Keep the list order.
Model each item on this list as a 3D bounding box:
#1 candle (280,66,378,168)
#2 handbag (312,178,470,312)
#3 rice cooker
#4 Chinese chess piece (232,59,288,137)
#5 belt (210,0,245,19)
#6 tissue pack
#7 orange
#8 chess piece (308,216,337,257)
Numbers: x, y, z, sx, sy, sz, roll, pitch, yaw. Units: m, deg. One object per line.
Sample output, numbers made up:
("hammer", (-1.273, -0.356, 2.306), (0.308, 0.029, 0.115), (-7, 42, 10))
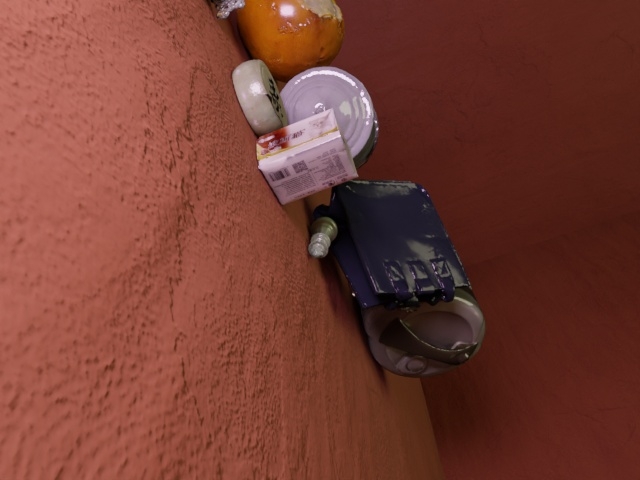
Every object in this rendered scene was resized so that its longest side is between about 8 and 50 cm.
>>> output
("candle", (0.016, -0.257, 1.154), (0.342, 0.222, 0.221), (-12, 83, -83))
("handbag", (0.167, 0.015, 1.228), (0.304, 0.122, 0.329), (-1, 57, -36))
("rice cooker", (0.270, 0.190, 1.450), (0.325, 0.336, 0.335), (-95, 163, -54))
("Chinese chess piece", (-0.106, -0.257, 0.961), (0.144, 0.059, 0.144), (-19, 90, -80))
("belt", (-0.195, -0.497, 0.936), (0.100, 0.065, 0.179), (33, 38, -59))
("tissue pack", (-0.024, -0.147, 0.926), (0.106, 0.149, 0.099), (61, 14, -47))
("orange", (-0.063, -0.466, 1.144), (0.240, 0.240, 0.239), (-19, 90, -81))
("chess piece", (0.000, 0.000, 1.082), (0.149, 0.059, 0.059), (-70, 140, -68))
